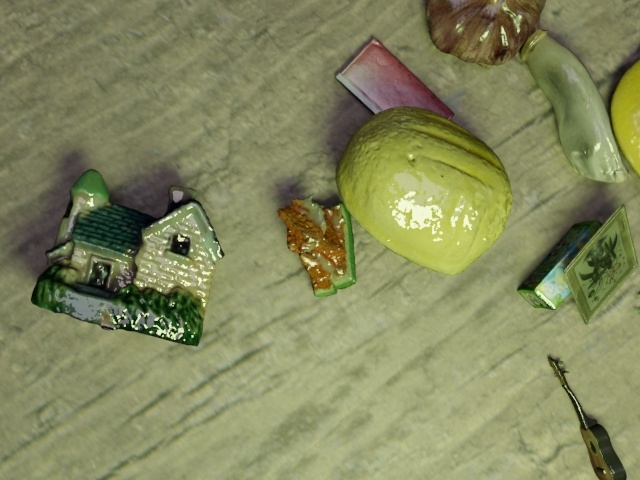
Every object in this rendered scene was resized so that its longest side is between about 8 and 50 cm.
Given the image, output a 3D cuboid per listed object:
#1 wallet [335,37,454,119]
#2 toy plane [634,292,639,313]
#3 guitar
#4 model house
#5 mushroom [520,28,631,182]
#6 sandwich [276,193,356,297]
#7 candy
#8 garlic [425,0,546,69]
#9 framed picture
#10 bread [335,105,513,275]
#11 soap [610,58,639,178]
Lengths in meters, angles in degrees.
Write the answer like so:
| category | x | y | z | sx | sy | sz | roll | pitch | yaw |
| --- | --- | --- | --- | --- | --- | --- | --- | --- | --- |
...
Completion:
| category | x | y | z | sx | sy | sz | roll | pitch | yaw |
| --- | --- | --- | --- | --- | --- | --- | --- | --- | --- |
| wallet | 0.154 | -0.296 | 1.349 | 0.232 | 0.025 | 0.119 | 43 | 86 | 0 |
| toy plane | 0.684 | 0.137 | 1.352 | 0.080 | 0.033 | 0.083 | -30 | 89 | -19 |
| guitar | 0.528 | 0.355 | 1.317 | 0.038 | 0.084 | 0.271 | -22 | 82 | -8 |
| model house | -0.334 | 0.020 | 1.200 | 0.298 | 0.243 | 0.284 | 17 | 81 | -14 |
| mushroom | 0.514 | -0.269 | 1.331 | 0.097 | 0.109 | 0.351 | -22 | 86 | -37 |
| sandwich | 0.002 | 0.009 | 1.259 | 0.109 | 0.160 | 0.185 | -15 | 79 | 15 |
| candy | 0.490 | 0.049 | 1.314 | 0.062 | 0.097 | 0.194 | 42 | 85 | -1 |
| garlic | 0.331 | -0.470 | 1.303 | 0.244 | 0.160 | 0.245 | 0 | 87 | -4 |
| framed picture | 0.550 | 0.053 | 1.281 | 0.173 | 0.231 | 0.010 | -48 | 46 | -4 |
| bread | 0.189 | -0.100 | 1.204 | 0.320 | 0.320 | 0.237 | 27 | 112 | -2 |
| soap | 0.780 | -0.200 | 1.338 | 0.306 | 0.115 | 0.427 | -38 | 90 | -2 |
